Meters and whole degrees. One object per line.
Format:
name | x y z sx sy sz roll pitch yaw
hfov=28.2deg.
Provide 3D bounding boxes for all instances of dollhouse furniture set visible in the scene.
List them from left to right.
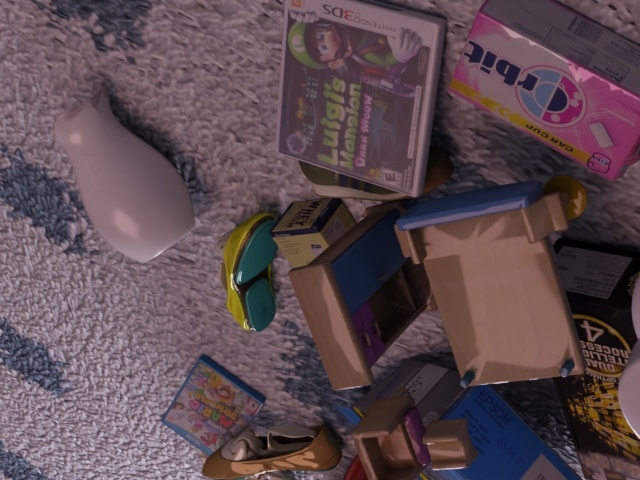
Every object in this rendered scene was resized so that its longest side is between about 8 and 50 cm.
dollhouse furniture set | 0.173 0.074 1.314 0.303 0.198 0.286 -13 105 33

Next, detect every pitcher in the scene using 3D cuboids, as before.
pitcher | -0.258 -0.077 1.622 0.207 0.125 0.178 55 163 -8

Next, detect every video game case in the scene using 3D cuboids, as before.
video game case | -0.167 0.262 1.965 0.119 0.015 0.166 35 128 2
video game case | 0.035 -0.153 1.298 0.173 0.022 0.190 19 123 24

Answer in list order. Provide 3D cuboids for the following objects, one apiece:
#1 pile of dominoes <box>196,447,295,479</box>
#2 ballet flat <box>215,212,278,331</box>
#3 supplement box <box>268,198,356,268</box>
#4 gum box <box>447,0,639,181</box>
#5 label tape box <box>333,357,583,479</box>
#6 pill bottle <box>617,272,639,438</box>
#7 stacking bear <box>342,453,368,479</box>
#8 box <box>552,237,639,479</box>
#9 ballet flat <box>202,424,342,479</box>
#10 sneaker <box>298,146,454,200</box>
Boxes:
pile of dominoes | -0.101 0.400 2.109 0.196 0.040 0.251 21 150 21
ballet flat | -0.100 0.032 1.640 0.077 0.077 0.231 40 151 26
supplement box | 0.000 0.000 1.524 0.083 0.056 0.083 -6 127 44
gum box | 0.222 -0.144 1.162 0.188 0.062 0.107 30 145 10
label tape box | 0.178 0.266 1.609 0.240 0.106 0.334 46 168 -13
pill bottle | 0.359 0.021 0.998 0.188 0.334 0.188 23 143 19
stacking bear | 0.044 0.437 1.912 0.175 0.164 0.289 40 149 -5
box | 0.428 0.165 1.299 0.395 0.097 0.318 11 140 38
ballet flat | -0.080 0.310 1.914 0.232 0.080 0.073 -9 117 20
sneaker | 0.046 -0.093 1.370 0.192 0.064 0.086 0 134 43
